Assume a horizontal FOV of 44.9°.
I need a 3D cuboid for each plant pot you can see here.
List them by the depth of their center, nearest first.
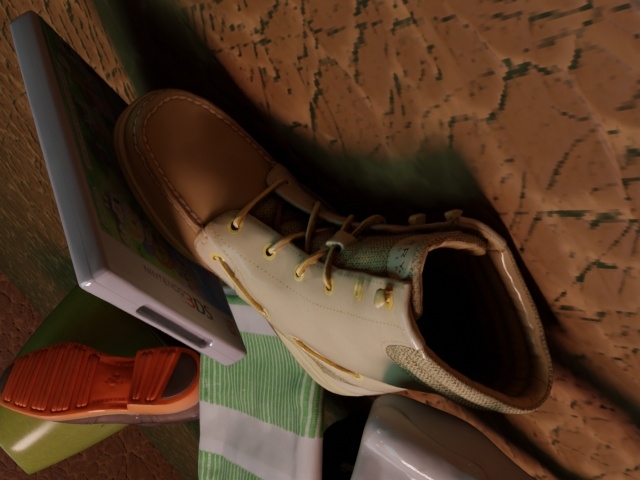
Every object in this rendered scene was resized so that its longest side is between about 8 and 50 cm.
[{"bbox_3d":[-0.443,0.262,1.382,0.275,0.293,0.274,38,155,21],"label":"plant pot"}]

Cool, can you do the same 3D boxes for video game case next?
[{"bbox_3d":[-0.129,-0.029,0.543,0.212,0.023,0.193,65,-173,28],"label":"video game case"}]

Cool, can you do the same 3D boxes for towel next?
[{"bbox_3d":[-0.065,0.200,0.698,0.038,0.324,0.248,7,172,-27],"label":"towel"}]

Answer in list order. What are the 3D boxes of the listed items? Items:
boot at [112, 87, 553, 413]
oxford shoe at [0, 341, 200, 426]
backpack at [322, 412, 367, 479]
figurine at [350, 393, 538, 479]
[{"bbox_3d":[0.000,0.000,0.457,0.262,0.095,0.203,51,157,-14],"label":"boot"},{"bbox_3d":[-0.336,0.246,1.217,0.364,0.130,0.132,0,144,16],"label":"oxford shoe"},{"bbox_3d":[0.030,0.283,0.738,0.166,0.188,0.144,3,131,57],"label":"backpack"},{"bbox_3d":[0.122,0.171,0.469,0.210,0.092,0.215,15,162,9],"label":"figurine"}]
